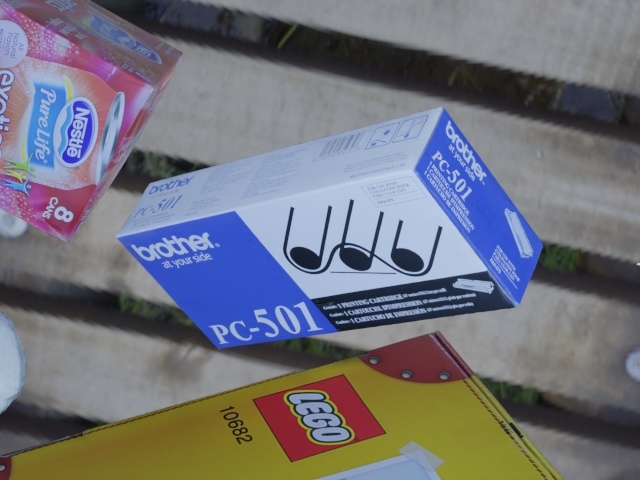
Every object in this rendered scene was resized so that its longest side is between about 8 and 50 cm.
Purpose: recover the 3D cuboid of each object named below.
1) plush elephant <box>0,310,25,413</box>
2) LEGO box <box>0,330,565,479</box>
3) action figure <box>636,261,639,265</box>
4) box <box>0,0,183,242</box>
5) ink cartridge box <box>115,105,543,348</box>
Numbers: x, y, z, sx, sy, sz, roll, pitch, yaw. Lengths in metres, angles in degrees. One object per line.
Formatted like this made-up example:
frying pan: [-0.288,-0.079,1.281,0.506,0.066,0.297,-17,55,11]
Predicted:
plush elephant: [-0.280,0.120,0.531,0.272,0.255,0.330,-28,140,9]
LEGO box: [0.016,0.301,0.788,0.373,0.500,0.193,-14,126,-19]
action figure: [0.388,0.034,1.186,0.280,0.139,0.091,26,94,-33]
box: [-0.191,-0.104,1.050,0.123,0.257,0.128,29,100,-7]
ink cartridge box: [0.000,0.000,0.724,0.207,0.046,0.097,-11,130,41]
